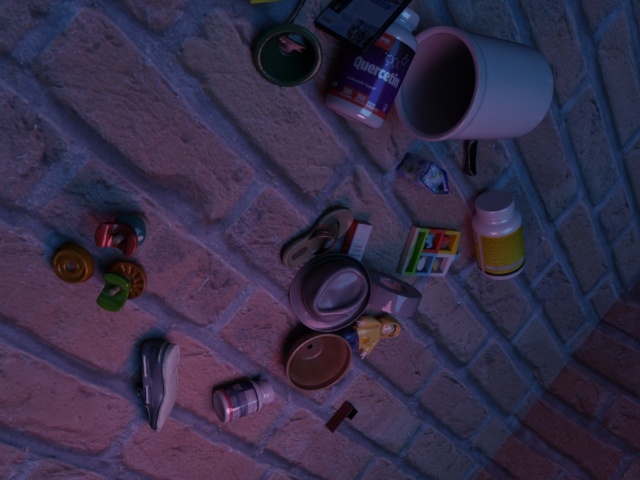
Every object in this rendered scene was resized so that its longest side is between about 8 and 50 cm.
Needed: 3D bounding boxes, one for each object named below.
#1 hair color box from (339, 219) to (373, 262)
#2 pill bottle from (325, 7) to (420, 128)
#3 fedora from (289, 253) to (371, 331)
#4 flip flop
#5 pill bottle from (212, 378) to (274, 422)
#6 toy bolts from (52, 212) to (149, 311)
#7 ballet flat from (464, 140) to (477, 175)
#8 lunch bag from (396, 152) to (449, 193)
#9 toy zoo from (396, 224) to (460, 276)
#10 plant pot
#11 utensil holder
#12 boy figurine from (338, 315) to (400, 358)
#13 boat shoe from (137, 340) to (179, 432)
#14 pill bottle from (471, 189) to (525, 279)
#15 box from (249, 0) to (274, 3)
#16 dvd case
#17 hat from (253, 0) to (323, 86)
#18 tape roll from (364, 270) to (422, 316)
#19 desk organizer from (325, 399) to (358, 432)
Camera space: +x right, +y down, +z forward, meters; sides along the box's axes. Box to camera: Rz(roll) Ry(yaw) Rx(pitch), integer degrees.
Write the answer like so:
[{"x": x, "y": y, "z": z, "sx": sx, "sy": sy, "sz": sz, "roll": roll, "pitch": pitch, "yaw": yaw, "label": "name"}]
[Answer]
[{"x": 0.118, "y": 0.004, "z": 1.916, "sx": 0.072, "sy": 0.043, "sz": 0.141, "roll": 8, "pitch": 107, "yaw": -38, "label": "hair color box"}, {"x": 0.152, "y": -0.489, "z": 1.595, "sx": 0.182, "sy": 0.181, "sz": 0.322, "roll": 16, "pitch": 102, "yaw": -40, "label": "pill bottle"}, {"x": 0.045, "y": 0.169, "z": 1.825, "sx": 0.276, "sy": 0.124, "sz": 0.243, "roll": -27, "pitch": 94, "yaw": -9, "label": "fedora"}, {"x": 0.000, "y": 0.000, "z": 1.802, "sx": 0.277, "sy": 0.080, "sz": 0.112, "roll": -35, "pitch": 129, "yaw": -17, "label": "flip flop"}, {"x": -0.249, "y": 0.516, "z": 1.865, "sx": 0.180, "sy": 0.108, "sz": 0.107, "roll": -11, "pitch": 119, "yaw": -32, "label": "pill bottle"}, {"x": -0.520, "y": 0.025, "z": 1.431, "sx": 0.218, "sy": 0.158, "sz": 0.228, "roll": 26, "pitch": 110, "yaw": -2, "label": "toy bolts"}, {"x": 0.553, "y": -0.315, "z": 2.068, "sx": 0.058, "sy": 0.049, "sz": 0.173, "roll": -22, "pitch": 124, "yaw": -27, "label": "ballet flat"}, {"x": 0.353, "y": -0.215, "z": 1.920, "sx": 0.151, "sy": 0.129, "sz": 0.096, "roll": 37, "pitch": 89, "yaw": -41, "label": "lunch bag"}, {"x": 0.428, "y": 0.044, "z": 2.174, "sx": 0.293, "sy": 0.030, "sz": 0.192, "roll": 3, "pitch": 110, "yaw": -38, "label": "toy zoo"}, {"x": -0.019, "y": 0.391, "z": 1.954, "sx": 0.238, "sy": 0.109, "sz": 0.237, "roll": -9, "pitch": 119, "yaw": -17, "label": "plant pot"}, {"x": 0.474, "y": -0.469, "z": 1.754, "sx": 0.386, "sy": 0.328, "sz": 0.327, "roll": -8, "pitch": 117, "yaw": -36, "label": "utensil holder"}, {"x": 0.167, "y": 0.356, "z": 2.104, "sx": 0.285, "sy": 0.092, "sz": 0.177, "roll": -15, "pitch": 118, "yaw": -27, "label": "boy figurine"}, {"x": -0.481, "y": 0.425, "z": 1.678, "sx": 0.099, "sy": 0.116, "sz": 0.319, "roll": 15, "pitch": 117, "yaw": 4, "label": "boat shoe"}, {"x": 0.692, "y": -0.023, "z": 2.228, "sx": 0.188, "sy": 0.188, "sz": 0.333, "roll": -33, "pitch": 129, "yaw": -19, "label": "pill bottle"}, {"x": -0.102, "y": -0.642, "z": 1.393, "sx": 0.178, "sy": 0.042, "sz": 0.109, "roll": -18, "pitch": 89, "yaw": -28, "label": "box"}, {"x": 0.129, "y": -0.625, "z": 1.515, "sx": 0.253, "sy": 0.180, "sz": 0.022, "roll": -49, "pitch": 156, "yaw": -5, "label": "dvd case"}, {"x": -0.071, "y": -0.538, "z": 1.515, "sx": 0.209, "sy": 0.183, "sz": 0.173, "roll": -21, "pitch": 133, "yaw": 23, "label": "hat"}, {"x": 0.237, "y": 0.182, "z": 1.977, "sx": 0.219, "sy": 0.219, "sz": 0.072, "roll": 11, "pitch": 105, "yaw": -39, "label": "tape roll"}, {"x": 0.084, "y": 0.699, "z": 2.242, "sx": 0.130, "sy": 0.050, "sz": 0.047, "roll": -49, "pitch": 132, "yaw": -5, "label": "desk organizer"}]
